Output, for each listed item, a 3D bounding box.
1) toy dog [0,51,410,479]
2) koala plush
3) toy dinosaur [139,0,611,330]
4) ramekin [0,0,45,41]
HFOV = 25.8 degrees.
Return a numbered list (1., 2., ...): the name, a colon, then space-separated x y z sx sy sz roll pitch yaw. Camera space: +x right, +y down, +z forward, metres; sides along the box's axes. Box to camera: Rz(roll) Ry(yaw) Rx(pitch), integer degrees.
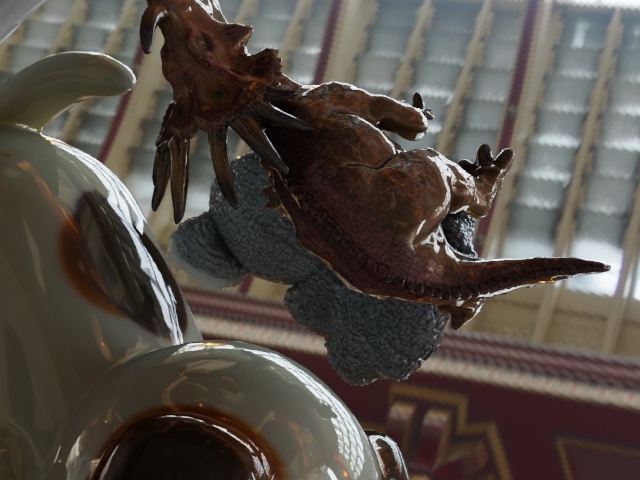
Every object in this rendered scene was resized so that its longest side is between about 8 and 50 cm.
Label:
1. toy dog: -0.136 0.114 0.908 0.408 0.284 0.395 33 -89 35
2. koala plush: 0.000 0.000 1.174 0.221 0.203 0.196 36 -69 -19
3. toy dinosaur: 0.012 -0.029 0.820 0.296 0.200 0.127 37 -75 22
4. ramekin: -0.284 -0.247 0.938 0.135 0.277 0.277 -30 -83 25
